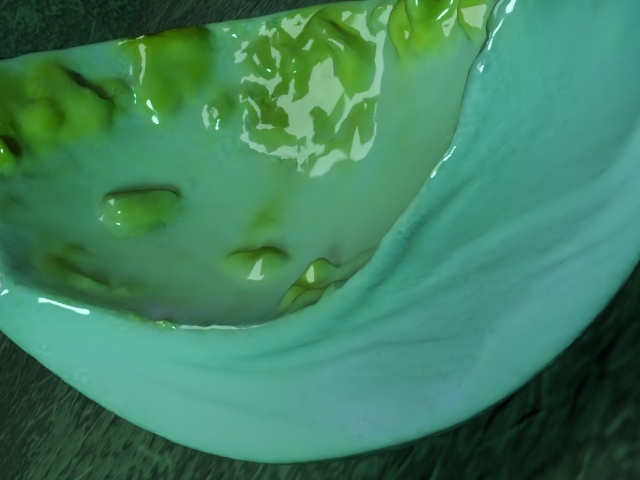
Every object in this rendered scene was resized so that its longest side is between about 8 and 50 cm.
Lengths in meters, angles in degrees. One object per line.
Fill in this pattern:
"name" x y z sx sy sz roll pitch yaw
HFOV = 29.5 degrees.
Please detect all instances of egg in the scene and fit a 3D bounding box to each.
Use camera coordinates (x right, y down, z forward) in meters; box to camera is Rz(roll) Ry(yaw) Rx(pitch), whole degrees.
"egg" 0.013 -0.004 0.433 0.270 0.162 0.206 -3 11 26
